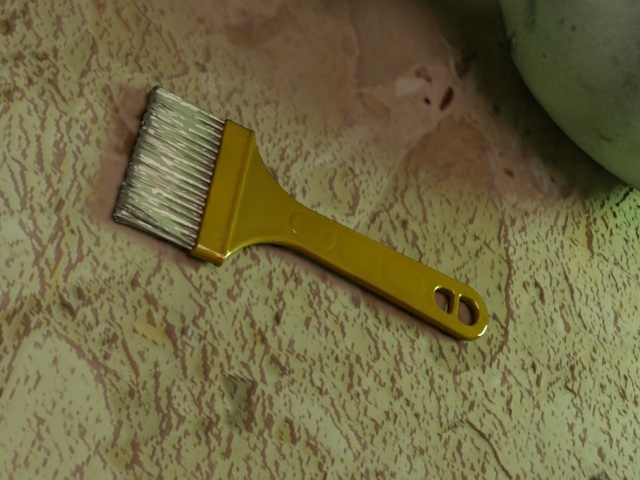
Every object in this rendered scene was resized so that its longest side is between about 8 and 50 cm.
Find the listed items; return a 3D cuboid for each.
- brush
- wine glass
[{"bbox_3d":[0.000,0.000,0.918,0.272,0.013,0.103,27,55,-22],"label":"brush"},{"bbox_3d":[0.198,-0.169,1.034,0.357,0.190,0.190,33,52,-13],"label":"wine glass"}]
